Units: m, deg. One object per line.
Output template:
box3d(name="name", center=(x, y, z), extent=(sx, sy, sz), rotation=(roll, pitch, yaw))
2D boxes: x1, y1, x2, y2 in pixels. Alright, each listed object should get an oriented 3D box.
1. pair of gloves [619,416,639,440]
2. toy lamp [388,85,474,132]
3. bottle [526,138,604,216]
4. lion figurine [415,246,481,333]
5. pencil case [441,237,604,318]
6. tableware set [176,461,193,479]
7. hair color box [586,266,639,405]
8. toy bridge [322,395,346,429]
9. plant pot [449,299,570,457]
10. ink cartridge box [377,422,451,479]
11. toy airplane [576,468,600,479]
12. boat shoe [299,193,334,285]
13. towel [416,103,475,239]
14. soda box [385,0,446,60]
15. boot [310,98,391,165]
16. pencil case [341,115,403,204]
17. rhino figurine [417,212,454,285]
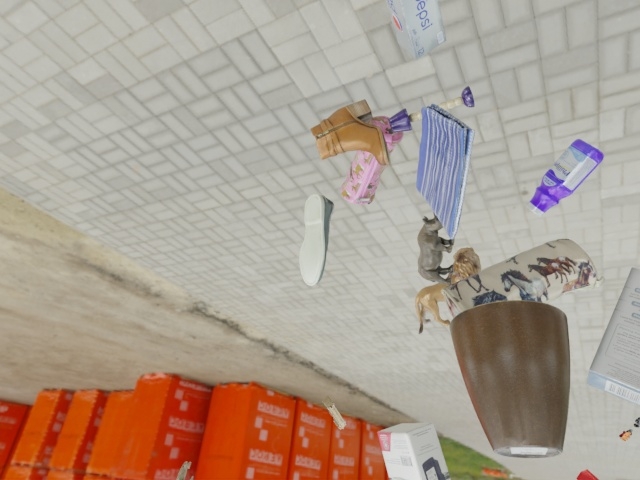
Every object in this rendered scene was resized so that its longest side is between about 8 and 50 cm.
box3d(name="pair of gloves", center=(0.815, 0.490, 1.164), extent=(0.074, 0.010, 0.083), rotation=(33, 99, -40))
box3d(name="toy lamp", center=(0.362, -0.427, 1.478), extent=(0.274, 0.080, 0.080), rotation=(-19, 145, 15))
box3d(name="bottle", center=(0.848, -0.214, 1.572), extent=(0.092, 0.118, 0.283), rotation=(23, 117, -24))
box3d(name="lion figurine", center=(0.537, 0.216, 1.916), extent=(0.392, 0.142, 0.240), rotation=(-34, 108, -2))
box3d(name="pencil case", center=(0.563, 0.137, 1.258), extent=(0.409, 0.184, 0.160), rotation=(-24, 153, 1))
box3d(name="tableware set", center=(-0.315, 0.581, 0.984), extent=(0.019, 0.169, 0.141), rotation=(12, 137, 2))
box3d(name="hair color box", center=(0.938, 0.278, 1.292), extent=(0.185, 0.375, 0.114), rotation=(21, 155, 37))
box3d(name="toy bridge", center=(0.051, 0.534, 1.350), extent=(0.026, 0.063, 0.188), rotation=(-34, 139, -14))
box3d(name="plant pot", center=(0.355, 0.260, 0.811), extent=(0.215, 0.231, 0.215), rotation=(3, 146, 2))
box3d(name="ink cartridge box", center=(0.269, 0.647, 1.253), extent=(0.100, 0.238, 0.172), rotation=(-7, 162, -25))
box3d(name="toy airplane", center=(0.470, 0.466, 0.737), extent=(0.151, 0.151, 0.028), rotation=(-11, 160, 30))
box3d(name="boat shoe", center=(0.000, 0.000, 1.582), extent=(0.116, 0.320, 0.099), rotation=(-1, 174, 42))
box3d(name="towel", center=(0.280, -0.180, 1.062), extent=(0.040, 0.336, 0.244), rotation=(1, 114, -1))
box3d(name="soda box", center=(0.200, -0.561, 1.008), extent=(0.091, 0.098, 0.286), rotation=(-32, 143, 6))
box3d(name="boot", center=(0.097, -0.326, 1.493), extent=(0.220, 0.284, 0.109), rotation=(-25, 159, 8))
box3d(name="pencil case", center=(0.200, -0.314, 1.799), extent=(0.160, 0.167, 0.386), rotation=(-22, 151, -30))
box3d(name="rhino figurine", center=(0.343, 0.013, 1.339), extent=(0.106, 0.244, 0.073), rotation=(3, -164, 24))
